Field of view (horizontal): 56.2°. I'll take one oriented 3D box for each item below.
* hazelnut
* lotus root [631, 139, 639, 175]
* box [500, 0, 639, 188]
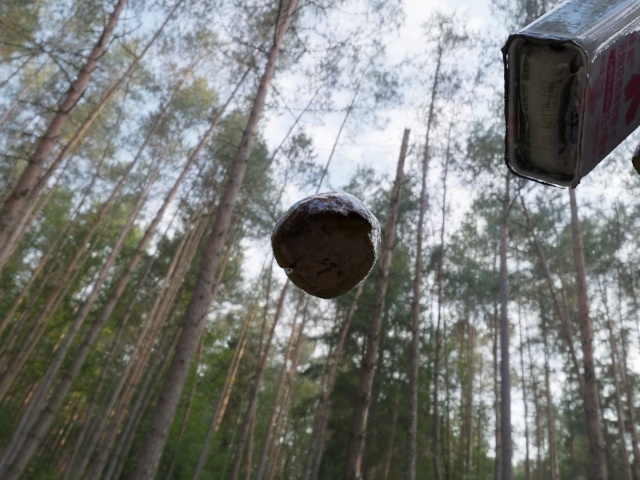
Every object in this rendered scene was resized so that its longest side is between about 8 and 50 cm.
[{"bbox_3d":[0.000,0.000,1.082,0.208,0.208,0.208,9,-42,8],"label":"hazelnut"},{"bbox_3d":[0.573,-0.135,0.778,0.291,0.193,0.193,-33,-54,1],"label":"lotus root"},{"bbox_3d":[0.371,-0.229,0.744,0.112,0.370,0.190,26,-36,41],"label":"box"}]
